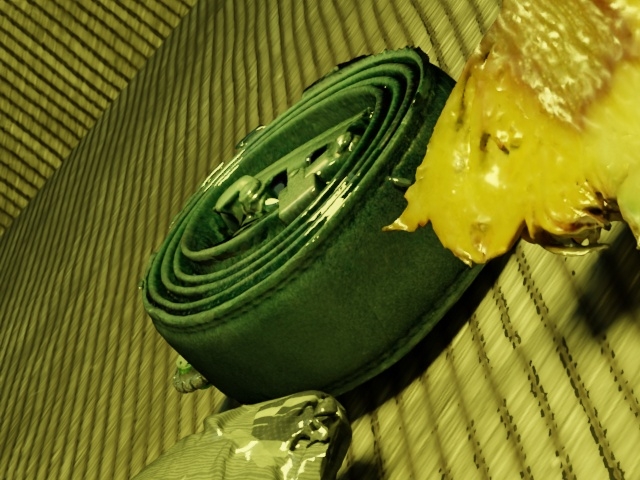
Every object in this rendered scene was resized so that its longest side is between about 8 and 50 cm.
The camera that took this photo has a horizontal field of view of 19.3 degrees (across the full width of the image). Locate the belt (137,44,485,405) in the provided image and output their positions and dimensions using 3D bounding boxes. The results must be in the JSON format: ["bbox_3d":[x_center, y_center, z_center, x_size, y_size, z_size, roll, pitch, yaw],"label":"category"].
[{"bbox_3d":[0.000,0.000,1.080,0.267,0.116,0.206,-20,32,54],"label":"belt"}]

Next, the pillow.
[{"bbox_3d":[-0.100,0.183,1.000,0.335,0.092,0.161,-38,14,44],"label":"pillow"}]

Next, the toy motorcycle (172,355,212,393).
[{"bbox_3d":[-0.041,0.026,1.255,0.106,0.074,0.190,-30,23,33],"label":"toy motorcycle"}]

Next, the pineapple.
[{"bbox_3d":[0.170,-0.062,0.801,0.164,0.140,0.250,42,114,36],"label":"pineapple"}]
